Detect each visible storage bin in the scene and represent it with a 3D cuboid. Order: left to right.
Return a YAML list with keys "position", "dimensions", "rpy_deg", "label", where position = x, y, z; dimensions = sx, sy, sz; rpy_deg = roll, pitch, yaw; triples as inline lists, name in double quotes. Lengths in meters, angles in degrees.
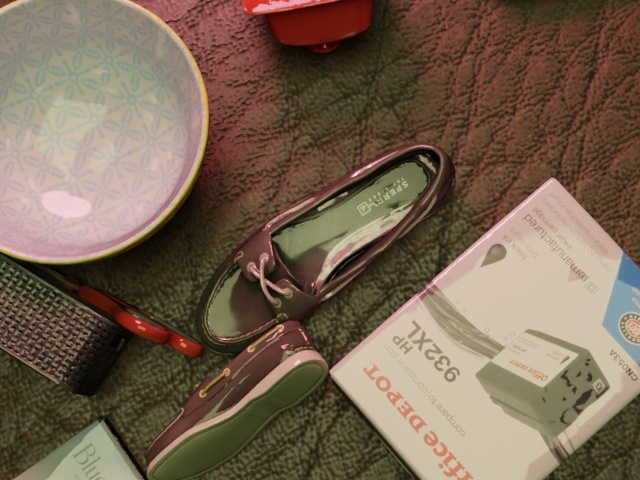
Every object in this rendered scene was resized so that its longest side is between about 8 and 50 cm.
- position: [-0.303, 0.083, 1.256]
  dimensions: [0.180, 0.122, 0.084]
  rpy_deg: [30, 83, 7]
  label: "storage bin"

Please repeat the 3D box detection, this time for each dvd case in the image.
- position: [-0.284, 0.333, 1.263]
  dimensions: [0.253, 0.022, 0.180]
  rpy_deg: [-35, 81, -4]
  label: "dvd case"

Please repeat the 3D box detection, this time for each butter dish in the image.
- position: [-0.004, -0.263, 1.314]
  dimensions: [0.160, 0.118, 0.160]
  rpy_deg: [-12, 39, 1]
  label: "butter dish"

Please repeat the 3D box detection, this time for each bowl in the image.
- position: [-0.253, -0.105, 1.269]
  dimensions: [0.290, 0.156, 0.289]
  rpy_deg: [0, 80, 2]
  label: "bowl"

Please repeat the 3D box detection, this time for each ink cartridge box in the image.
- position: [0.193, 0.123, 1.227]
  dimensions: [0.307, 0.129, 0.223]
  rpy_deg: [-41, 81, -4]
  label: "ink cartridge box"

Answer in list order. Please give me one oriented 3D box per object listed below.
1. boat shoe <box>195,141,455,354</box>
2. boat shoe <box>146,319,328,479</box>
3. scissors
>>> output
- position: [0.000, 0.000, 1.272]
  dimensions: [0.335, 0.095, 0.112]
  rpy_deg: [-36, 81, -4]
  label: "boat shoe"
- position: [-0.096, 0.173, 1.258]
  dimensions: [0.228, 0.081, 0.068]
  rpy_deg: [-36, 53, 7]
  label: "boat shoe"
- position: [-0.255, 0.057, 1.301]
  dimensions: [0.297, 0.109, 0.021]
  rpy_deg: [24, 89, 30]
  label: "scissors"
